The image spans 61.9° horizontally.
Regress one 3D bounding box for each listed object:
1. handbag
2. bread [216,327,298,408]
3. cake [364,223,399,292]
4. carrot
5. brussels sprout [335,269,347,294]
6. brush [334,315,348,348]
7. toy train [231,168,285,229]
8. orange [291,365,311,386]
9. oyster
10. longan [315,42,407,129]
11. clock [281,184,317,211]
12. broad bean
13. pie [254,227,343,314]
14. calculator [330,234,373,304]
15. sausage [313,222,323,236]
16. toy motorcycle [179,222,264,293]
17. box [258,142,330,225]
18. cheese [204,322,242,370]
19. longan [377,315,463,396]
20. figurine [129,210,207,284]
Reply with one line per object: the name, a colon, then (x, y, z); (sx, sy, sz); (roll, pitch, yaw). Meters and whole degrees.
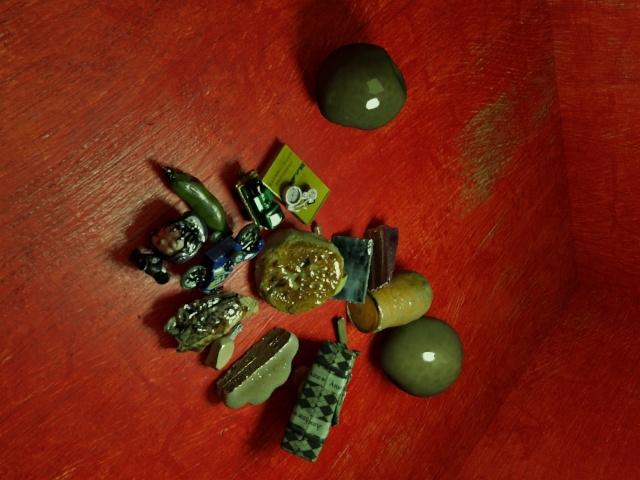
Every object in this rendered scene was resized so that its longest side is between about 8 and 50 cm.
handbag: (0.022, 0.579, 2.007); (0.316, 0.180, 0.416); (30, 82, -76)
bread: (-0.203, 0.466, 1.865); (0.337, 0.102, 0.183); (-40, 127, -27)
cake: (0.231, 0.059, 2.089); (0.112, 0.116, 0.295); (30, 52, -30)
carrot: (0.294, 0.246, 2.192); (0.340, 0.224, 0.224); (-13, 112, -38)
brussels sprout: (0.019, 0.150, 1.952); (0.151, 0.149, 0.122); (-2, 123, -28)
brush: (0.088, 0.408, 2.182); (0.043, 0.036, 0.248); (-31, 130, -28)
toy train: (-0.190, -0.120, 1.661); (0.091, 0.136, 0.228); (-42, 131, -27)
orange: (-0.071, 0.516, 2.031); (0.083, 0.070, 0.083); (-23, 126, -35)
oyster: (-0.333, 0.255, 1.647); (0.271, 0.100, 0.275); (-42, 154, 0)
longan: (0.138, -0.495, 1.761); (0.350, 0.288, 0.289); (15, 93, -52)
clock: (-0.070, -0.142, 1.782); (0.129, 0.041, 0.087); (-7, 105, -36)
broad bean: (-0.349, -0.115, 1.560); (0.077, 0.061, 0.339); (-49, 131, -12)
pie: (-0.076, 0.109, 1.803); (0.315, 0.092, 0.315); (-3, 103, -11)
calculator: (0.109, 0.110, 2.039); (0.161, 0.021, 0.262); (8, 101, 0)
sausage: (0.000, 0.000, 1.957); (0.030, 0.035, 0.147); (-65, 144, -55)
toy motorcycle: (-0.294, 0.065, 1.623); (0.315, 0.113, 0.169); (-39, 155, -30)
box: (-0.086, -0.186, 1.806); (0.279, 0.041, 0.153); (42, 73, -44)
cheese: (-0.313, 0.341, 1.744); (0.171, 0.047, 0.092); (-64, 156, -6)
longan: (0.439, 0.505, 2.327); (0.404, 0.336, 0.405); (-13, 144, -10)
figurine: (-0.406, 0.018, 1.498); (0.222, 0.145, 0.145); (-49, 132, -13)
